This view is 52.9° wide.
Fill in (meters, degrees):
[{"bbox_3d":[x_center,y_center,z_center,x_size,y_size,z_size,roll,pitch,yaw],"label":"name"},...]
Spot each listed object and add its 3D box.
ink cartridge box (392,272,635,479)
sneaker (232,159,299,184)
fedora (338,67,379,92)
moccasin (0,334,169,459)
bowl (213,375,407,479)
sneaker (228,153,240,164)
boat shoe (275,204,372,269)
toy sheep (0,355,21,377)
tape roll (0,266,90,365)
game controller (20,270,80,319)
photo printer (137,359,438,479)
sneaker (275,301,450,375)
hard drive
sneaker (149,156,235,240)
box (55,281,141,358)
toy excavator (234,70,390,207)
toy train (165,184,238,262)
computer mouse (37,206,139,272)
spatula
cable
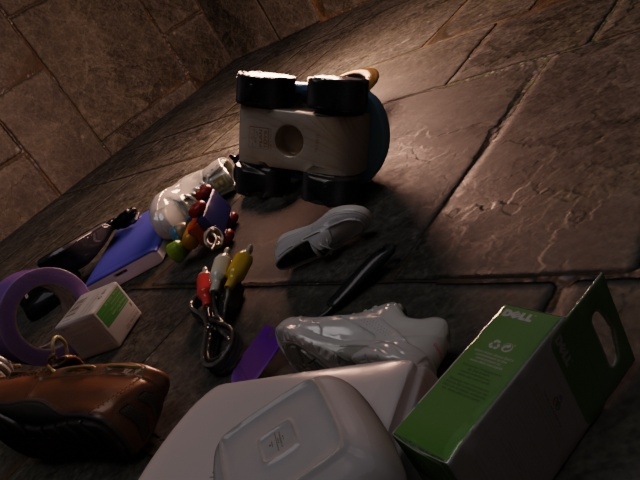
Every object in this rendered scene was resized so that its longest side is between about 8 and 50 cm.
[{"bbox_3d":[0.165,0.127,0.525,0.209,0.109,0.062,-43,26,-22],"label":"ink cartridge box"},{"bbox_3d":[-0.139,-0.143,1.451,0.234,0.084,0.097,-4,37,47],"label":"sneaker"},{"bbox_3d":[0.074,-0.358,1.615,0.194,0.079,0.194,-22,31,14],"label":"fedora"},{"bbox_3d":[-0.381,0.231,0.954,0.380,0.139,0.147,-14,28,35],"label":"moccasin"},{"bbox_3d":[-0.020,0.166,0.479,0.142,0.053,0.142,-33,27,-1],"label":"bowl"},{"bbox_3d":[-0.145,-0.237,1.623,0.083,0.098,0.224,-14,30,36],"label":"sneaker"},{"bbox_3d":[0.000,0.000,1.036,0.184,0.066,0.063,-17,42,25],"label":"boat shoe"},{"bbox_3d":[-0.665,0.266,1.304,0.091,0.091,0.132,-25,30,17],"label":"toy sheep"},{"bbox_3d":[-0.544,0.148,1.251,0.080,0.189,0.189,-8,33,44],"label":"tape roll"},{"bbox_3d":[-0.732,0.119,1.719,0.166,0.067,0.319,-54,28,-12],"label":"game controller"},{"bbox_3d":[-0.052,0.236,0.581,0.307,0.107,0.256,-15,29,33],"label":"photo printer"},{"bbox_3d":[0.050,0.117,0.736,0.232,0.090,0.115,6,36,42],"label":"sneaker"},{"bbox_3d":[-0.454,0.007,1.599,0.210,0.040,0.319,-27,24,12],"label":"hard drive"},{"bbox_3d":[-0.298,-0.118,1.569,0.169,0.108,0.292,-26,23,22],"label":"sneaker"},{"bbox_3d":[-0.418,0.152,1.216,0.102,0.087,0.101,-20,26,24],"label":"box"},{"bbox_3d":[-0.035,-0.237,1.326,0.433,0.222,0.445,11,18,23],"label":"toy excavator"},{"bbox_3d":[-0.261,-0.004,1.324,0.143,0.105,0.248,-37,22,16],"label":"toy train"},{"bbox_3d":[-0.584,0.015,1.622,0.188,0.072,0.272,-19,16,38],"label":"computer mouse"},{"bbox_3d":[-0.009,0.099,0.889,0.296,0.030,0.084,-37,21,-11],"label":"spatula"},{"bbox_3d":[-0.175,0.109,1.018,0.139,0.072,0.287,-29,23,16],"label":"cable"}]
